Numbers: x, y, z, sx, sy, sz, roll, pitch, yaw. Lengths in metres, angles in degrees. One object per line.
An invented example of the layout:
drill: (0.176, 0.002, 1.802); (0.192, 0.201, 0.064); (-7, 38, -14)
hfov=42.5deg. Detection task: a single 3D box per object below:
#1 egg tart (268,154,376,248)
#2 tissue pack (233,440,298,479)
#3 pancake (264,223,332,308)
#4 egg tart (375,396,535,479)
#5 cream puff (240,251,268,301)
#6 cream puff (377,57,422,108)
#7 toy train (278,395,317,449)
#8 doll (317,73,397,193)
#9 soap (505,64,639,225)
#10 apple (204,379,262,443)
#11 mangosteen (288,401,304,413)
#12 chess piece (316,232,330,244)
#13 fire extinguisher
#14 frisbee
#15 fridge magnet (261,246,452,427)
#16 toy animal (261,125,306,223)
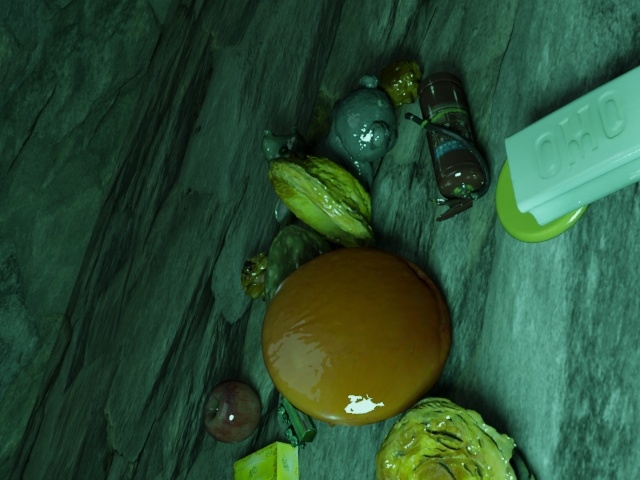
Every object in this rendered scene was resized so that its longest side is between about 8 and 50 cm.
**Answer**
egg tart: (0.018, -0.095, 1.812); (0.123, 0.294, 0.294); (-52, 31, -11)
tissue pack: (-0.125, 0.522, 1.837); (0.176, 0.062, 0.095); (-34, 45, 40)
pancake: (-0.046, 0.097, 1.920); (0.294, 0.049, 0.294); (5, 96, 56)
egg tart: (0.226, 0.400, 1.341); (0.297, 0.132, 0.297); (-14, 71, 43)
cream puff: (-0.152, 0.088, 2.097); (0.133, 0.104, 0.119); (36, 109, 58)
cream puff: (0.181, -0.351, 1.877); (0.122, 0.094, 0.116); (-31, 38, 8)
toy train: (-0.055, 0.399, 1.828); (0.071, 0.038, 0.148); (-57, 35, 19)
doll: (0.090, -0.230, 1.913); (0.340, 0.158, 0.246); (113, 151, -61)
soap: (0.442, -0.153, 1.348); (0.265, 0.087, 0.160); (-28, 51, 36)
apple: (-0.208, 0.411, 1.972); (0.153, 0.120, 0.153); (-36, 45, 48)
mangosteen: (0.014, 0.270, 1.698); (0.200, 0.200, 0.200); (-33, 47, 43)
chess piece: (0.000, 0.000, 1.969); (0.060, 0.060, 0.172); (-7, 68, 54)
fire extinguisher: (0.251, -0.185, 1.645); (0.141, 0.105, 0.341); (-15, 52, 14)
frisbee: (0.401, -0.109, 1.476); (0.236, 0.017, 0.236); (-32, 47, 43)
fridge magnet: (0.067, 0.177, 1.562); (0.363, 0.155, 0.364); (-5, 59, 8)
toy animal: (-0.082, -0.167, 2.153); (0.125, 0.127, 0.251); (-19, 71, 36)
